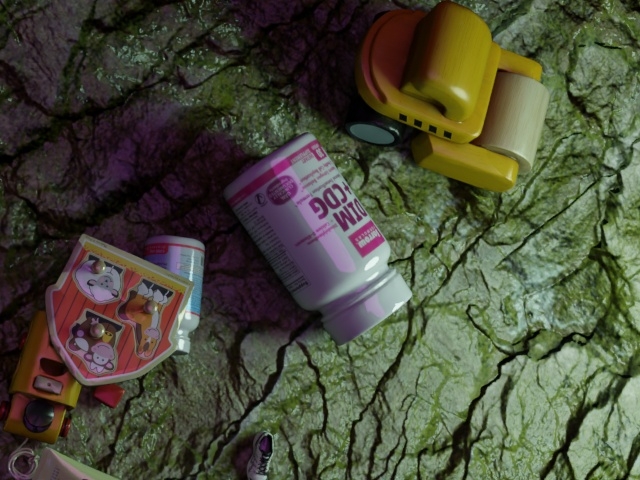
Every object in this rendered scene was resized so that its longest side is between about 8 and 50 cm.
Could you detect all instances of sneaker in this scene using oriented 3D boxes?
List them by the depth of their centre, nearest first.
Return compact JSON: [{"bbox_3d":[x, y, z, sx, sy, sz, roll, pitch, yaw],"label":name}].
[{"bbox_3d":[-0.085,0.313,1.972,0.031,0.037,0.083,8,78,-18],"label":"sneaker"}]

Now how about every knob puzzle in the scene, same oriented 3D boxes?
[{"bbox_3d":[-0.279,0.105,1.855,0.213,0.030,0.213,6,71,-17],"label":"knob puzzle"}]

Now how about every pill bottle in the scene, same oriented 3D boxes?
[{"bbox_3d":[-0.212,0.079,1.953,0.087,0.087,0.160,7,76,-16],"label":"pill bottle"},{"bbox_3d":[0.000,0.000,1.998,0.160,0.160,0.283,-35,91,-21],"label":"pill bottle"}]

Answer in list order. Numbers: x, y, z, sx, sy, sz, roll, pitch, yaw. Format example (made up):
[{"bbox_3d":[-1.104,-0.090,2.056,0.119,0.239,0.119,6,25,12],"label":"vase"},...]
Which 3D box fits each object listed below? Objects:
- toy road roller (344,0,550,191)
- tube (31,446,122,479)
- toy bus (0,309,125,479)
[{"bbox_3d":[0.208,-0.228,2.068,0.329,0.240,0.203,20,74,-13],"label":"toy road roller"},{"bbox_3d":[-0.280,0.363,1.888,0.240,0.062,0.070,23,62,-11],"label":"tube"},{"bbox_3d":[-0.371,0.194,1.869,0.191,0.104,0.202,-29,88,-21],"label":"toy bus"}]
